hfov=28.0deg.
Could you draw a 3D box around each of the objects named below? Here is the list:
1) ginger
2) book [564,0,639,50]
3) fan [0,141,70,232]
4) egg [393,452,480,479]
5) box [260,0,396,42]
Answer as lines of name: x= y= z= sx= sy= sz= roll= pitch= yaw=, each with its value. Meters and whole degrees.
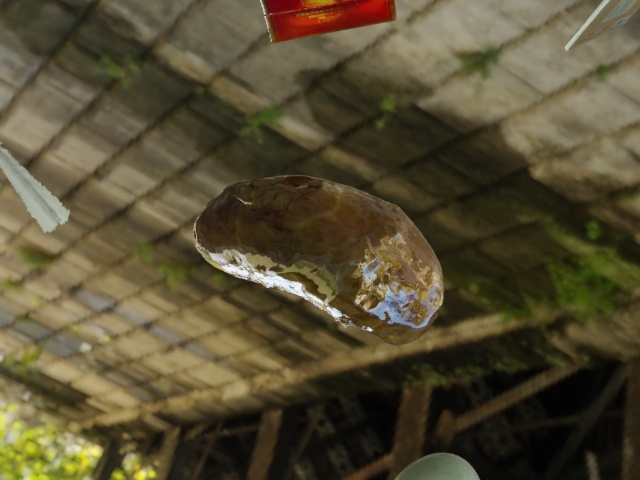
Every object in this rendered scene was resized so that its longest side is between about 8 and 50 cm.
ginger: x=0.000 y=0.000 z=1.493 sx=0.165 sy=0.321 sz=0.172 roll=-45 pitch=152 yaw=-48
book: x=0.394 y=-0.311 z=1.645 sx=0.118 sy=0.012 sz=0.172 roll=-27 pitch=166 yaw=-29
fan: x=-0.364 y=-0.175 z=1.146 sx=0.233 sy=0.414 sz=0.012 roll=-40 pitch=-171 yaw=-38
egg: x=0.163 y=0.404 z=1.884 sx=0.192 sy=0.149 sz=0.149 roll=-67 pitch=-162 yaw=9
box: x=0.000 y=-0.404 z=1.830 sx=0.313 sy=0.198 sz=0.089 roll=71 pitch=8 yaw=-70
